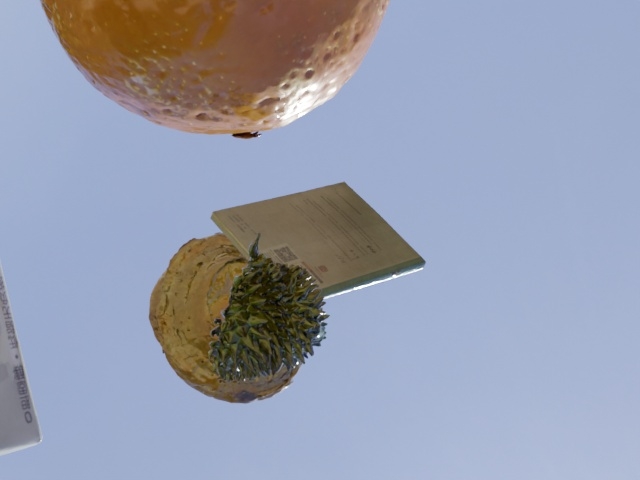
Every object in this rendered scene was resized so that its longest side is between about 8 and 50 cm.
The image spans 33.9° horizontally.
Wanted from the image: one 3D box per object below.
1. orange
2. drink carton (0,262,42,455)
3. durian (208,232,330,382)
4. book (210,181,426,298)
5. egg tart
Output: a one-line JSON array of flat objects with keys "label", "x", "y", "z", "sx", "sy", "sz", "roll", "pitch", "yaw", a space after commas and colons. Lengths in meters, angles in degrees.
[{"label": "orange", "x": -0.097, "y": -0.272, "z": 0.967, "sx": 0.340, "sy": 0.293, "sz": 0.341, "roll": 2, "pitch": -114, "yaw": -5}, {"label": "drink carton", "x": -0.360, "y": 0.029, "z": 0.816, "sx": 0.132, "sy": 0.325, "sz": 0.194, "roll": -18, "pitch": 174, "yaw": 35}, {"label": "durian", "x": -0.045, "y": 0.085, "z": 1.059, "sx": 0.095, "sy": 0.221, "sz": 0.137, "roll": 14, "pitch": -104, "yaw": 16}, {"label": "book", "x": 0.000, "y": 0.000, "z": 1.575, "sx": 0.215, "sy": 0.282, "sz": 0.025, "roll": 47, "pitch": -50, "yaw": 30}, {"label": "egg tart", "x": -0.146, "y": 0.130, "z": 1.933, "sx": 0.341, "sy": 0.341, "sz": 0.129, "roll": -60, "pitch": -170, "yaw": -29}]
